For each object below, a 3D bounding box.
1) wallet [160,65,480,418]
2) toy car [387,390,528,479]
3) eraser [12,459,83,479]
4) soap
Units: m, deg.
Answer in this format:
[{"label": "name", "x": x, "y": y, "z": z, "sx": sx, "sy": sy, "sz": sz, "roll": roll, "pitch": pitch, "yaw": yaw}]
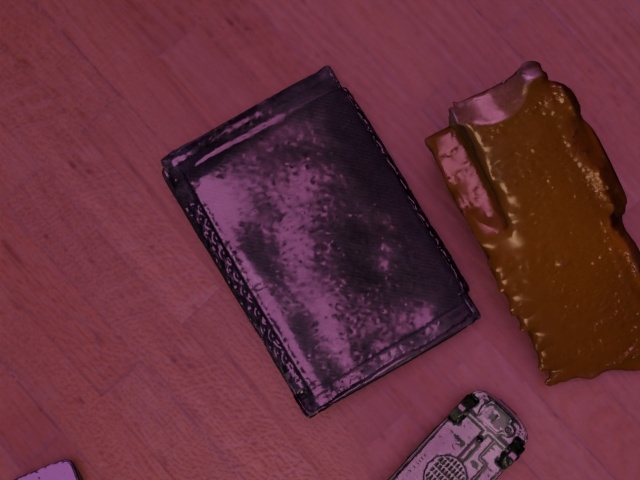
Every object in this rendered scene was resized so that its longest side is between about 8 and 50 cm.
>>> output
[{"label": "wallet", "x": 0.000, "y": 0.000, "z": 1.823, "sx": 0.237, "sy": 0.075, "sz": 0.342, "roll": -31, "pitch": 82, "yaw": -5}, {"label": "toy car", "x": 0.134, "y": 0.268, "z": 1.789, "sx": 0.090, "sy": 0.076, "sz": 0.224, "roll": 43, "pitch": 81, "yaw": 7}, {"label": "eraser", "x": -0.280, "y": 0.366, "z": 1.828, "sx": 0.082, "sy": 0.036, "sz": 0.225, "roll": -22, "pitch": 84, "yaw": 0}, {"label": "soap", "x": 0.254, "y": 0.003, "z": 1.688, "sx": 0.169, "sy": 0.304, "sz": 0.339, "roll": -28, "pitch": 84, "yaw": 5}]
